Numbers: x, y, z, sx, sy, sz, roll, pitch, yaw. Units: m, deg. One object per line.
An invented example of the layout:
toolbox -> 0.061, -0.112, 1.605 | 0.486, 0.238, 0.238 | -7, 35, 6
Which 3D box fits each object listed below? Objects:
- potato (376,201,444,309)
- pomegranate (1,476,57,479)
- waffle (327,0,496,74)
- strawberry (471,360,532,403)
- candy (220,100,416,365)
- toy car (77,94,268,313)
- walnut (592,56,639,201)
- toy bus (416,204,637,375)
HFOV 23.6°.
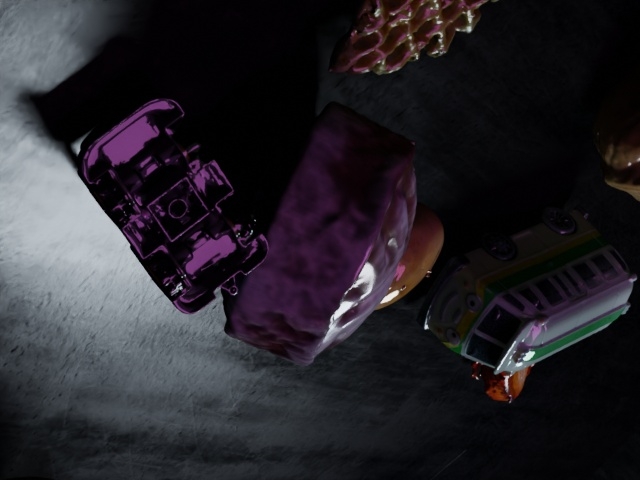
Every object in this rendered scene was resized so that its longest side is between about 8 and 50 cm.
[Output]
potato -> 0.064, 0.014, 1.658 | 0.178, 0.109, 0.118 | -23, 128, -47
pomegranate -> -0.280, 0.395, 1.506 | 0.319, 0.319, 0.319 | -34, 155, -19
waffle -> 0.106, -0.241, 1.362 | 0.204, 0.054, 0.223 | -15, 146, -46
strawberry -> 0.277, 0.159, 2.282 | 0.121, 0.082, 0.188 | -52, 153, -30
candy -> 0.000, 0.000, 1.431 | 0.289, 0.157, 0.214 | 117, -3, -60
toy car -> -0.130, -0.035, 1.275 | 0.097, 0.100, 0.191 | -38, 122, -11
walnut -> 0.448, -0.147, 1.886 | 0.245, 0.198, 0.198 | -37, 157, 4
toy bus -> 0.277, 0.070, 2.010 | 0.276, 0.165, 0.133 | -21, 147, -41
